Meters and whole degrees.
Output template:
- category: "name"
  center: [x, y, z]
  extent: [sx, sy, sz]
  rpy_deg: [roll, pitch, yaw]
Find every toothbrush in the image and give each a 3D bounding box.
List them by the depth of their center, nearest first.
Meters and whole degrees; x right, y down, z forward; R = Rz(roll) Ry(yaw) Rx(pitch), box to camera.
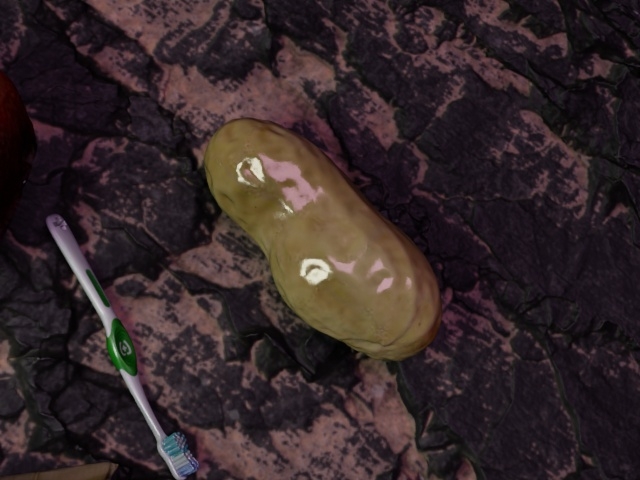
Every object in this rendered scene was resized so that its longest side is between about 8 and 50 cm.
- category: "toothbrush"
  center: [-0.206, 0.104, 1.070]
  extent: [0.030, 0.030, 0.304]
  rpy_deg: [-26, 79, -23]

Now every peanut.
- category: "peanut"
  center: [0.000, 0.000, 1.108]
  extent: [0.319, 0.147, 0.147]
  rpy_deg: [47, 65, -1]

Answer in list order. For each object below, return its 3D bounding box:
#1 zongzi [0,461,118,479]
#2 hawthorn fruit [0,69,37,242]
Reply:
- category: "zongzi"
  center: [-0.305, 0.344, 0.891]
  extent: [0.317, 0.154, 0.290]
  rpy_deg: [-5, 76, -24]
- category: "hawthorn fruit"
  center: [-0.394, -0.080, 0.985]
  extent: [0.249, 0.215, 0.215]
  rpy_deg: [3, 71, -12]
